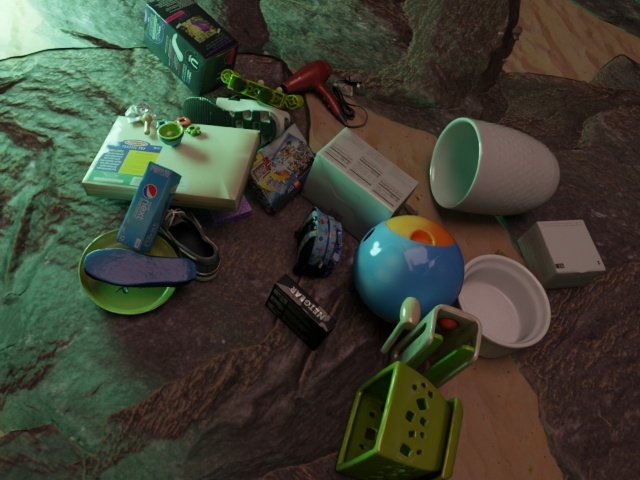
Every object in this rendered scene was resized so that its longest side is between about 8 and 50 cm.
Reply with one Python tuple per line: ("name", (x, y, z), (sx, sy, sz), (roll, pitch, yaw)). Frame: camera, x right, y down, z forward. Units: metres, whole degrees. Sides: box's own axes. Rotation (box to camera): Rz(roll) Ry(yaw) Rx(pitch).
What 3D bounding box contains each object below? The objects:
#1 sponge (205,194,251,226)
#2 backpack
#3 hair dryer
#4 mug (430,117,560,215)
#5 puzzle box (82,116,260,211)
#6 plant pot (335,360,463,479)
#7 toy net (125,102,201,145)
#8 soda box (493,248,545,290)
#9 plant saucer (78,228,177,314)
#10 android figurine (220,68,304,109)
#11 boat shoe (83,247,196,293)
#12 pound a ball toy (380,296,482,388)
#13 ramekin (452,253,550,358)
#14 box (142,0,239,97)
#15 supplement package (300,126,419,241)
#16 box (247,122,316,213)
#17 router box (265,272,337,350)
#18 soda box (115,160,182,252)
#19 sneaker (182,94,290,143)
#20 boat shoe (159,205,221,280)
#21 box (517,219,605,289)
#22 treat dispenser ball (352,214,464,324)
("sponge", (-0.287, -0.143, 1.800), (0.117, 0.031, 0.210), (-19, 67, -27))
("backpack", (0.000, 0.000, 1.720), (0.117, 0.173, 0.158), (10, 56, -12))
("hair dryer", (0.016, -0.487, 2.080), (0.293, 0.080, 0.224), (6, 59, -14))
("mug", (0.533, -0.234, 2.007), (0.328, 0.276, 0.374), (7, 27, -20))
("puzzle box", (-0.387, -0.209, 1.712), (0.408, 0.052, 0.272), (7, 51, 6))
("plant pot", (0.191, 0.446, 1.486), (0.207, 0.228, 0.227), (27, 55, -10))
("toy net", (-0.438, -0.331, 1.752), (0.232, 0.045, 0.122), (33, 57, 25))
("soda box", (0.567, 0.115, 1.902), (0.181, 0.061, 0.058), (44, 57, 11))
("plant saucer", (-0.472, 0.080, 1.600), (0.241, 0.037, 0.241), (8, 58, -13))
("android figurine", (-0.171, -0.444, 1.923), (0.248, 0.056, 0.273), (22, 13, 6))
("boat shoe", (-0.431, 0.085, 1.539), (0.258, 0.089, 0.109), (12, 66, -16))
("pound a ball toy", (0.247, 0.236, 1.567), (0.208, 0.319, 0.136), (21, 55, -5))
("ramekin", (0.478, 0.190, 1.783), (0.277, 0.135, 0.277), (8, 57, -13))
("box", (-0.396, -0.600, 1.962), (0.270, 0.165, 0.143), (45, 56, 11))
("supplement package", (0.106, -0.147, 1.826), (0.262, 0.204, 0.145), (39, 57, 8))
("box", (-0.112, -0.208, 1.845), (0.233, 0.044, 0.159), (-46, 112, -34))
("router box", (-0.051, 0.182, 1.617), (0.179, 0.133, 0.046), (42, 57, 9))
("soda box", (-0.416, -0.080, 1.567), (0.067, 0.071, 0.210), (23, 88, 9))
("sneaker", (-0.241, -0.356, 1.878), (0.330, 0.122, 0.146), (16, 28, 19))
("boat shoe", (-0.359, -0.044, 1.674), (0.116, 0.099, 0.319), (-27, 70, -26))
("box", (0.731, 0.044, 1.965), (0.181, 0.119, 0.182), (-2, 61, -20))
("treat dispenser ball", (0.228, 0.077, 1.678), (0.288, 0.288, 0.288), (8, 58, -13))
